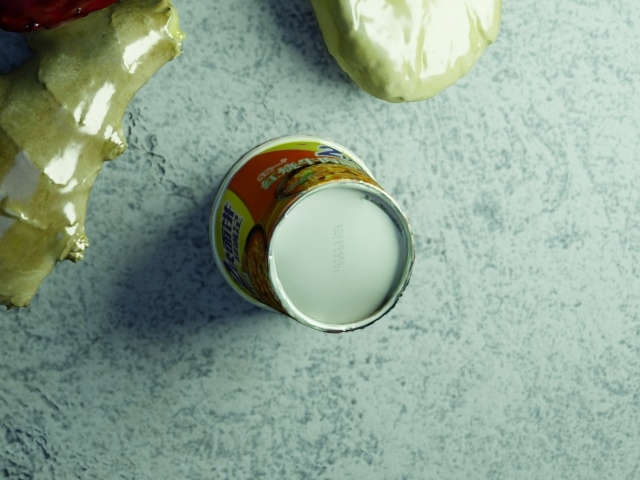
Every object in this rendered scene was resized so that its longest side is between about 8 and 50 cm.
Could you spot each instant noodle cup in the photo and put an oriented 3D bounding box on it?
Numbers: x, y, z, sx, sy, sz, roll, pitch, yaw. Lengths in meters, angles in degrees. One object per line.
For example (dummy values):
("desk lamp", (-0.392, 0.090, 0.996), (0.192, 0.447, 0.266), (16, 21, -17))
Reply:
("instant noodle cup", (0.000, 0.000, 1.470), (0.213, 0.174, 0.213), (-4, 103, -17))

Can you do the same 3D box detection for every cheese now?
("cheese", (0.098, -0.271, 1.480), (0.214, 0.117, 0.226), (-33, 115, -13))

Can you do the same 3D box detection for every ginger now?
("ginger", (-0.306, -0.119, 1.398), (0.236, 0.166, 0.375), (22, 68, 13))

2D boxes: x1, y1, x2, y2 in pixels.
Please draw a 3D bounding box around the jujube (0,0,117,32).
("jujube", (-0.214, -0.366, 1.283), (0.376, 0.258, 0.258), (-43, 112, 8))
